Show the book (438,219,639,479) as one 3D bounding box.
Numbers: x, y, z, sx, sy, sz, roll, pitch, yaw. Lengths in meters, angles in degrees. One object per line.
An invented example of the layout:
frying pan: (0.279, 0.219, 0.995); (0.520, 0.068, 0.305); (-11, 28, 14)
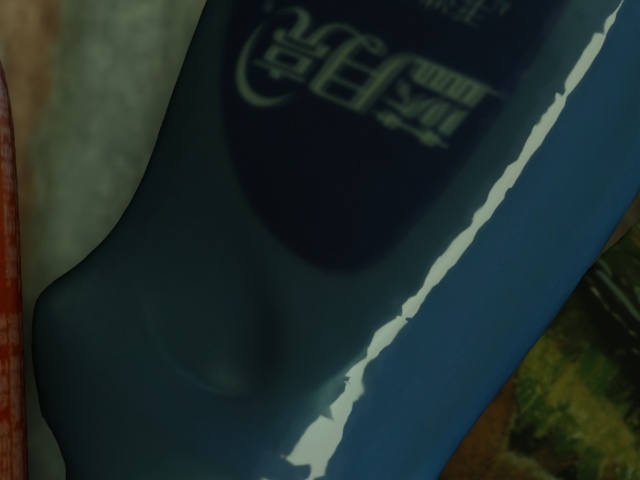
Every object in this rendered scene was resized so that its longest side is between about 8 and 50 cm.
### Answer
book: (0.072, 0.118, 0.435); (0.228, 0.024, 0.160); (-44, 70, 13)

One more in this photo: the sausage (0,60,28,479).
sausage: (-0.118, 0.041, 0.448); (0.074, 0.074, 0.274); (-1, 88, -10)

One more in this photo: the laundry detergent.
laundry detergent: (0.000, 0.000, 0.435); (0.143, 0.094, 0.290); (24, 79, 31)
